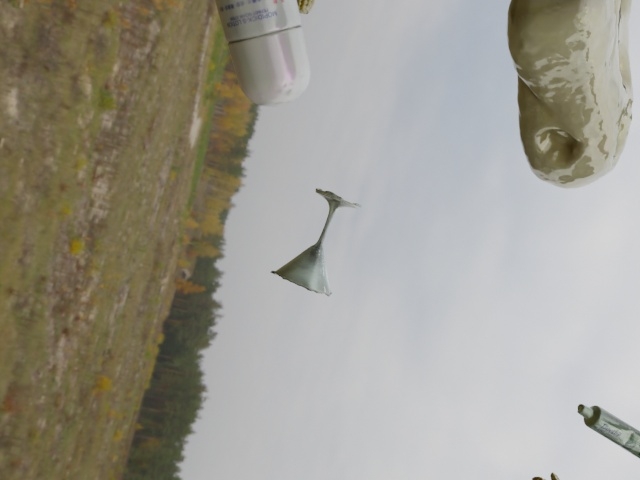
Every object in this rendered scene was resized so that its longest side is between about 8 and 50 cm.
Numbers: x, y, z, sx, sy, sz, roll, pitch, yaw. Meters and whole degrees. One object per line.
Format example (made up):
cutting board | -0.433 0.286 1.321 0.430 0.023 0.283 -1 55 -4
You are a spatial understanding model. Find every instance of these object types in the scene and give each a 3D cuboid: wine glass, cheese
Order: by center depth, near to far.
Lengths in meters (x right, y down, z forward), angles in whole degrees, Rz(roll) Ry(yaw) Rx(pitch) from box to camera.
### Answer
cheese | 0.355 -0.279 0.846 0.351 0.130 0.328 56 49 -47
wine glass | 0.000 0.000 1.489 0.156 0.156 0.232 -148 -101 -80

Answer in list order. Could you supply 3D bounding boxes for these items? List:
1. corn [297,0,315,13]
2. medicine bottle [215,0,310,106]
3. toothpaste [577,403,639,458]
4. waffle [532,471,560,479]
corn | -0.033 -0.547 1.178 0.080 0.080 0.230 -109 -156 -73
medicine bottle | -0.103 -0.387 1.013 0.130 0.130 0.340 -103 179 -70
toothpaste | 0.547 0.352 1.117 0.064 0.218 0.041 -52 -170 40
waffle | 0.499 0.619 1.391 0.160 0.055 0.211 -48 -158 11
